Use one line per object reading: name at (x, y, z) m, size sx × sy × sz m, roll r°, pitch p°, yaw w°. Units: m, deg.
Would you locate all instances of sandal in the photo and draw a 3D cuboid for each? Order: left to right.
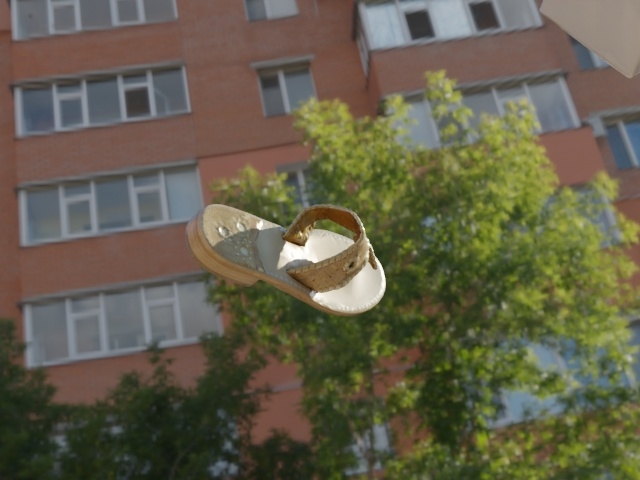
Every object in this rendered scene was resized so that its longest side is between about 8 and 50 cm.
sandal at (0.001, 0.006, 0.837) m, size 0.240 × 0.088 × 0.079 m, roll 14°, pitch -37°, yaw -43°

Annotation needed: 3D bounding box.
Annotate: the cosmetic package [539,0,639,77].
cosmetic package at (0.410, -0.393, 1.046) m, size 0.217 × 0.156 × 0.385 m, roll -33°, pitch -28°, yaw -27°
